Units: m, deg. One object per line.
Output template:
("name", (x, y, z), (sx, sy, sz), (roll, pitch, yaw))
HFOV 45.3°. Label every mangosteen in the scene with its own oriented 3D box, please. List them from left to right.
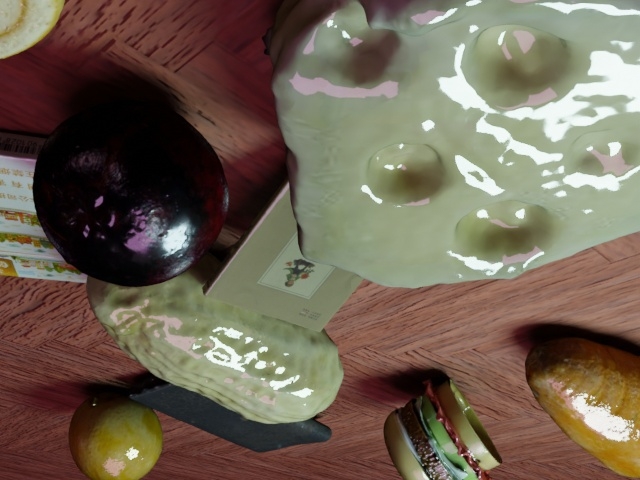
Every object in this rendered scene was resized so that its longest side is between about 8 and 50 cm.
("mangosteen", (-0.145, -0.040, 0.607), (0.152, 0.152, 0.152), (1, 150, 1))

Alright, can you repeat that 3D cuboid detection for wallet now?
("wallet", (-0.135, 0.268, 1.218), (0.170, 0.044, 0.321), (-18, 141, 29))

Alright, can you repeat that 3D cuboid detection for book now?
("book", (0.000, 0.000, 0.701), (0.138, 0.016, 0.198), (22, 121, -32))

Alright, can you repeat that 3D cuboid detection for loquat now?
("loquat", (-0.316, 0.306, 1.187), (0.163, 0.137, 0.163), (14, 119, 26))

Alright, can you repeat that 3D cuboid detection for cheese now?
("cheese", (0.100, -0.082, 0.515), (0.326, 0.115, 0.318), (-29, 139, 32))

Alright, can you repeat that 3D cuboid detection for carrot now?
("carrot", (0.354, 0.189, 0.985), (0.225, 0.159, 0.159), (34, 138, -23))

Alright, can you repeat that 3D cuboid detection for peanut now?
("peanut", (-0.106, 0.090, 0.803), (0.313, 0.152, 0.152), (32, 139, -31))

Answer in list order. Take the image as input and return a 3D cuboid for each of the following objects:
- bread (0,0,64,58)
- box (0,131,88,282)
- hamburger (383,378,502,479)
("bread", (-0.216, -0.175, 0.434), (0.122, 0.073, 0.149), (-25, 143, 29))
("box", (-0.282, -0.025, 0.725), (0.122, 0.032, 0.220), (6, 149, -9))
("hamburger", (0.167, 0.291, 1.106), (0.137, 0.175, 0.175), (-32, 141, 10))
